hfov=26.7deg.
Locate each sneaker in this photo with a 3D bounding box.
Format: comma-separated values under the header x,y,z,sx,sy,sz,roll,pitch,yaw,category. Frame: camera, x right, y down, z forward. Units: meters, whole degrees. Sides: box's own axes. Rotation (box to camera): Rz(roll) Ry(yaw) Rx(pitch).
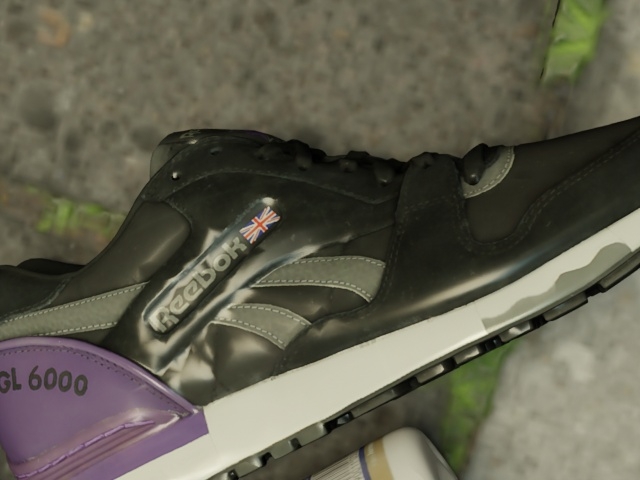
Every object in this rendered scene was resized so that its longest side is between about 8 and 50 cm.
x,y,z,sx,sy,sz,roll,pitch,yaw,category
0.000,0.000,0.476,0.283,0.107,0.124,-28,84,6,sneaker

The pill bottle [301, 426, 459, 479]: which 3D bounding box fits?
x,y,z,sx,sy,sz,roll,pitch,yaw,category
-0.017,0.146,0.486,0.169,0.094,0.094,-30,90,6,pill bottle
